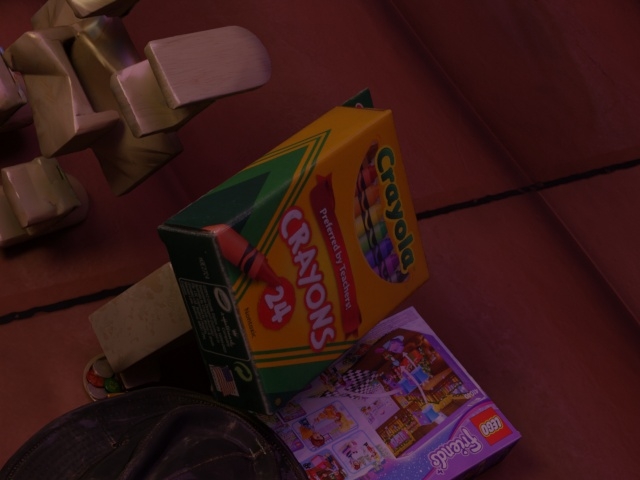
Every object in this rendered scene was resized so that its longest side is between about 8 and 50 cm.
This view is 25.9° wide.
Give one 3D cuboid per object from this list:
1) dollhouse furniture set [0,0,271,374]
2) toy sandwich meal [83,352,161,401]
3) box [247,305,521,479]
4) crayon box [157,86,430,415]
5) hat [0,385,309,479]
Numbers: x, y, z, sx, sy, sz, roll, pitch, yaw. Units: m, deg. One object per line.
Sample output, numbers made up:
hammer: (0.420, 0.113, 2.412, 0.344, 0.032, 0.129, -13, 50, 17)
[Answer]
dollhouse furniture set: (-0.167, -0.097, 1.484, 0.256, 0.362, 0.394, -20, 82, -47)
toy sandwich meal: (-0.208, 0.144, 1.466, 0.085, 0.029, 0.086, 13, 47, -14)
box: (0.051, 0.207, 1.511, 0.293, 0.057, 0.201, -22, 62, -37)
crayon box: (0.000, 0.000, 1.377, 0.081, 0.202, 0.318, 8, 35, 40)
hat: (-0.131, 0.243, 1.276, 0.331, 0.134, 0.331, 12, 51, -15)
